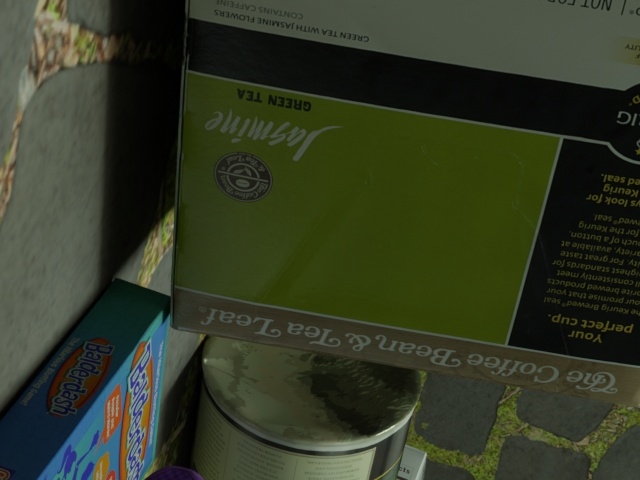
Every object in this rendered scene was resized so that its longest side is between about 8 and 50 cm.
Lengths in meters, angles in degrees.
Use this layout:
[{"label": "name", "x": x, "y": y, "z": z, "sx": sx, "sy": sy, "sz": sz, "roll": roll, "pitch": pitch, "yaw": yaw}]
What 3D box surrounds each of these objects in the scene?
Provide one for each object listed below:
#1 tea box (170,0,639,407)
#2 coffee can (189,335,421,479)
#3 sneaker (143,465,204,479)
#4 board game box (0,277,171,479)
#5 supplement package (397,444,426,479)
[{"label": "tea box", "x": 0.086, "y": -0.096, "z": 0.878, "sx": 0.220, "sy": 0.329, "sz": 0.323, "roll": -78, "pitch": 178, "yaw": -53}, {"label": "coffee can", "x": -0.027, "y": 0.222, "z": 1.270, "sx": 0.201, "sy": 0.201, "sz": 0.275, "roll": -58, "pitch": 162, "yaw": -53}, {"label": "sneaker", "x": -0.144, "y": 0.240, "z": 1.021, "sx": 0.236, "sy": 0.095, "sz": 0.104, "roll": -54, "pitch": 151, "yaw": -57}, {"label": "board game box", "x": -0.164, "y": 0.148, "z": 0.867, "sx": 0.210, "sy": 0.047, "sz": 0.160, "roll": -60, "pitch": 164, "yaw": -53}, {"label": "supplement package", "x": 0.009, "y": 0.331, "z": 1.626, "sx": 0.262, "sy": 0.204, "sz": 0.145, "roll": 86, "pitch": 24, "yaw": -62}]
